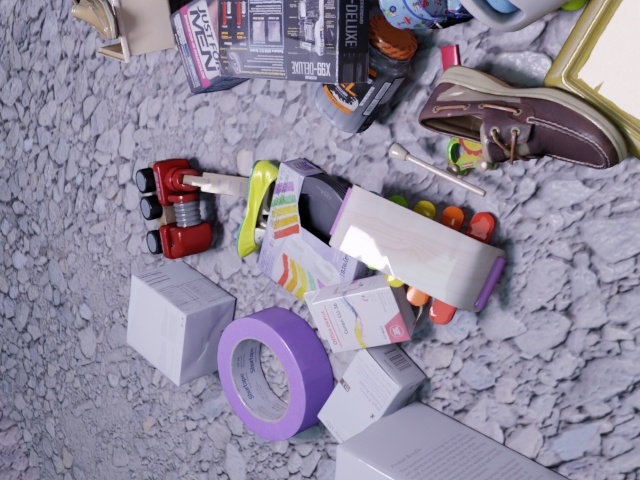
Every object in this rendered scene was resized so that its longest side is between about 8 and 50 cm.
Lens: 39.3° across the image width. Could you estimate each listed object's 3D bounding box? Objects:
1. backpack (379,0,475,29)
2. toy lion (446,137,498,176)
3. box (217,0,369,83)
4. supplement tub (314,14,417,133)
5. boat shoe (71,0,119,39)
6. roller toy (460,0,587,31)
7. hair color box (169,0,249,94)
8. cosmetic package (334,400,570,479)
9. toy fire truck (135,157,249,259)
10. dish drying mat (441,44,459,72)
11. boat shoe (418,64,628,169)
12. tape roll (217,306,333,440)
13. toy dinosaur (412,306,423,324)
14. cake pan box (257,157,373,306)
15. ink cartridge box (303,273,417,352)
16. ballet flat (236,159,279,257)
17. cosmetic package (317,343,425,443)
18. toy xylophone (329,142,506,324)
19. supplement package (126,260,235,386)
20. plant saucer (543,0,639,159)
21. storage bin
[{"bbox_3d":[0.165,-0.404,1.375,0.117,0.173,0.158,-1,102,45],"label":"backpack"},{"bbox_3d":[0.249,-0.157,1.477,0.100,0.034,0.096,-10,88,47],"label":"toy lion"},{"bbox_3d":[-0.052,-0.392,1.508,0.307,0.077,0.242,12,108,44],"label":"box"},{"bbox_3d":[0.079,-0.286,1.541,0.117,0.117,0.190,53,133,19],"label":"supplement tub"},{"bbox_3d":[-0.464,-0.459,1.799,0.190,0.072,0.068,54,150,37],"label":"boat shoe"},{"bbox_3d":[0.269,-0.401,1.258,0.146,0.191,0.209,-27,84,47],"label":"roller toy"},{"bbox_3d":[-0.137,-0.416,1.724,0.347,0.105,0.173,-15,92,46],"label":"hair color box"},{"bbox_3d":[0.261,0.465,1.519,0.453,0.230,0.161,23,119,39],"label":"cosmetic package"},{"bbox_3d":[-0.271,-0.072,1.959,0.246,0.159,0.217,7,107,55],"label":"toy fire truck"},{"bbox_3d":[0.218,-0.280,1.482,0.032,0.008,0.083,1,102,44],"label":"dish drying mat"},{"bbox_3d":[0.287,-0.160,1.336,0.342,0.123,0.123,30,165,39],"label":"boat shoe"},{"bbox_3d":[-0.100,0.286,1.925,0.275,0.090,0.274,17,115,42],"label":"tape roll"},{"bbox_3d":[0.179,0.055,1.611,0.093,0.053,0.183,-21,85,61],"label":"toy dinosaur"},{"bbox_3d":[0.000,0.000,1.749,0.246,0.070,0.266,35,125,30],"label":"cake pan box"},{"bbox_3d":[0.064,0.139,1.660,0.198,0.067,0.115,-14,110,25],"label":"ink cartridge box"},{"bbox_3d":[-0.120,-0.055,1.851,0.077,0.077,0.230,23,118,20],"label":"ballet flat"},{"bbox_3d":[0.095,0.304,1.738,0.117,0.085,0.231,47,130,25],"label":"cosmetic package"},{"bbox_3d":[0.166,-0.017,1.522,0.323,0.081,0.236,35,102,24],"label":"toy xylophone"},{"bbox_3d":[-0.324,0.186,2.072,0.203,0.149,0.194,31,123,35],"label":"supplement package"},{"bbox_3d":[0.475,-0.247,1.184,0.333,0.081,0.332,44,130,25],"label":"plant saucer"},{"bbox_3d":[-0.418,-0.529,1.894,0.260,0.123,0.262,28,132,58],"label":"storage bin"}]
